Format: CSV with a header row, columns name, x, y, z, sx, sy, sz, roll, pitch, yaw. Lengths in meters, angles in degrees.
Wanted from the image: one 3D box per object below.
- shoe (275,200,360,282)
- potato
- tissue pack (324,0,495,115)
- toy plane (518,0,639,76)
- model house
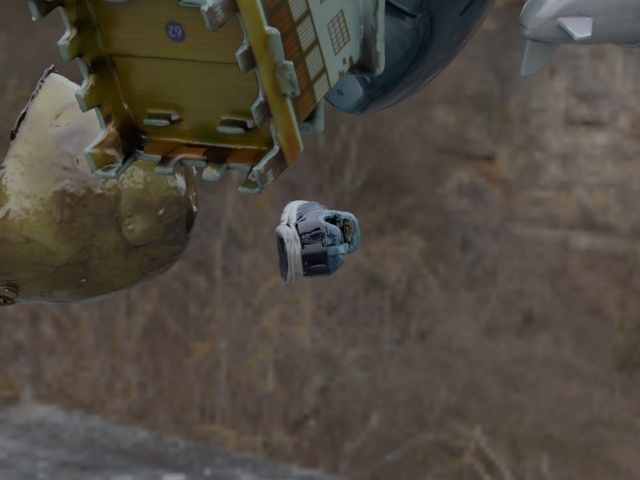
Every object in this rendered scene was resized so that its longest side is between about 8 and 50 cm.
name,x,y,z,sx,sy,sz,roll,pitch,yaw
shoe,0.000,0.000,2.309,0.106,0.091,0.207,-6,13,4
potato,-0.271,-0.033,2.178,0.237,0.301,0.289,20,-19,0
tissue pack,0.089,-0.288,1.939,0.206,0.287,0.198,-32,71,-36
toy plane,0.329,-0.262,1.965,0.267,0.122,0.267,3,37,-2
model house,-0.088,-0.176,1.479,0.224,0.198,0.215,5,40,31
